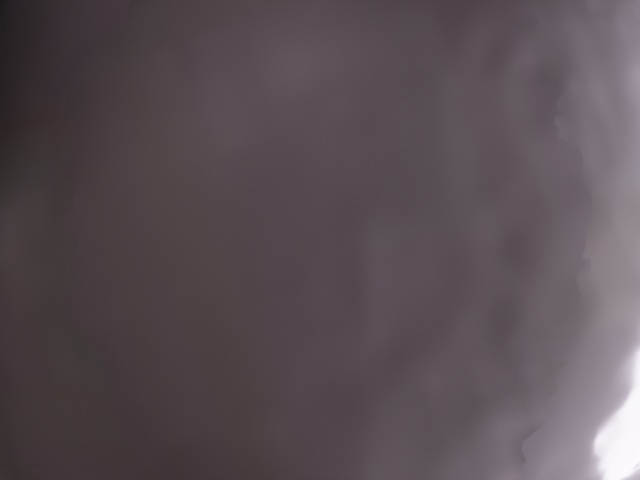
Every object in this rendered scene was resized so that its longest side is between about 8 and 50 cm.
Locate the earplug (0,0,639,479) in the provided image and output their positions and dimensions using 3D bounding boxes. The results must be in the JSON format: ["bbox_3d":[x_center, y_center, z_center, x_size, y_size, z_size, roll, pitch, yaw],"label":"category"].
[{"bbox_3d":[0.000,0.000,0.717,0.394,0.313,0.312,-123,-131,-82],"label":"earplug"}]
